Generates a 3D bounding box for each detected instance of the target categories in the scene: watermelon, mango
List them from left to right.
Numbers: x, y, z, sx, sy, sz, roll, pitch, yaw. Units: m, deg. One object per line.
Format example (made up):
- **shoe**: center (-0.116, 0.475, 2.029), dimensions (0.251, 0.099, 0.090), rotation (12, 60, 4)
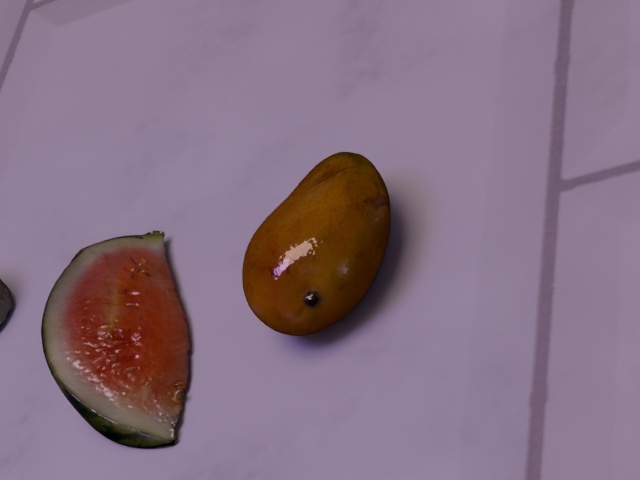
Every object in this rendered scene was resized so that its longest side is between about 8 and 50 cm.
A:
- **watermelon**: center (-0.167, 0.080, 1.461), dimensions (0.119, 0.063, 0.245), rotation (-16, 41, 6)
- **mango**: center (0.004, 0.001, 1.377), dimensions (0.115, 0.089, 0.165), rotation (5, 51, 53)

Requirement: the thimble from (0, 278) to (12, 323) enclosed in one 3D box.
- **thimble**: center (-0.340, 0.055, 1.610), dimensions (0.110, 0.062, 0.084), rotation (-1, 48, 37)
